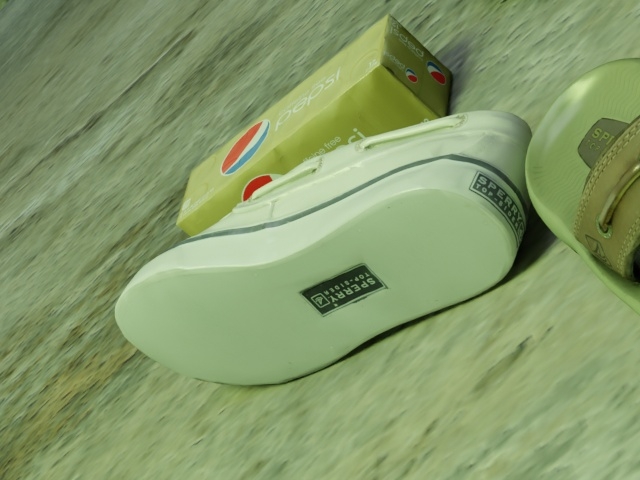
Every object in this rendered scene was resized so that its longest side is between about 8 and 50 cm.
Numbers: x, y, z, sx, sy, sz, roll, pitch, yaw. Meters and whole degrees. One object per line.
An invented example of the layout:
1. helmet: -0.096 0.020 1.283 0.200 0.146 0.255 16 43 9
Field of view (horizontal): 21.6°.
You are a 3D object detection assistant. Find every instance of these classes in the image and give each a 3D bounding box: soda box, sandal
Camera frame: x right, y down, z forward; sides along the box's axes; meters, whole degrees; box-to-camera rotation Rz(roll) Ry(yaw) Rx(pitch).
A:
1. soda box: -0.005 -0.057 1.034 0.181 0.058 0.061 -37 25 30
2. sandal: 0.142 -0.026 0.664 0.120 0.086 0.303 -51 22 -3

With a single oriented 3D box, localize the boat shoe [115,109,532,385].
1. boat shoe: 0.000 0.000 0.887 0.267 0.096 0.088 -27 27 41
